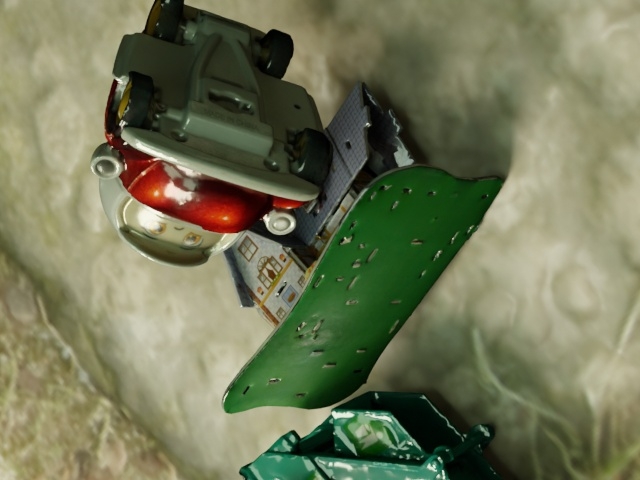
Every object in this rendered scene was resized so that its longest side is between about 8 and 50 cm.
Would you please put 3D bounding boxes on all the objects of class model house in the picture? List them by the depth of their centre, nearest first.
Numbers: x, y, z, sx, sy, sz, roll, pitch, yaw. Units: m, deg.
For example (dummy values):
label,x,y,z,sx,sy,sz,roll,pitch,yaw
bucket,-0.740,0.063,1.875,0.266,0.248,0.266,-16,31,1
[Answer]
label,x,y,z,sx,sy,sz,roll,pitch,yaw
model house,0.000,0.000,0.969,0.088,0.117,0.167,48,119,30

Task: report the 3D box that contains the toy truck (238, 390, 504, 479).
label,x,y,z,sx,sy,sz,roll,pitch,yaw
toy truck,0.067,0.170,0.984,0.216,0.110,0.116,48,115,13

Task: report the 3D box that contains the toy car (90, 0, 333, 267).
label,x,y,z,sx,sy,sz,roll,pitch,yaw
toy car,-0.064,-0.045,0.926,0.112,0.139,0.112,17,128,-18
